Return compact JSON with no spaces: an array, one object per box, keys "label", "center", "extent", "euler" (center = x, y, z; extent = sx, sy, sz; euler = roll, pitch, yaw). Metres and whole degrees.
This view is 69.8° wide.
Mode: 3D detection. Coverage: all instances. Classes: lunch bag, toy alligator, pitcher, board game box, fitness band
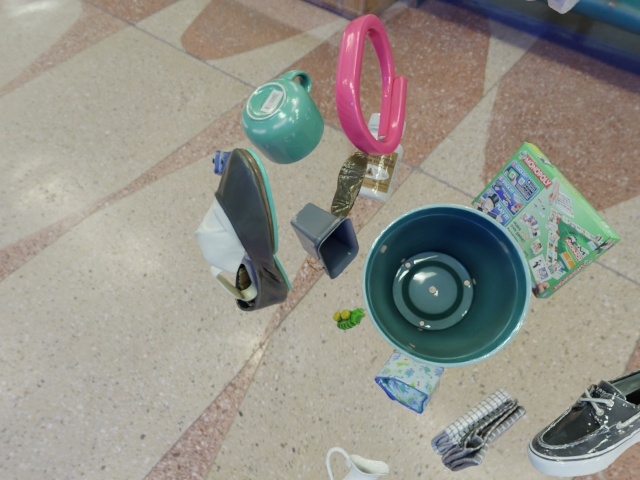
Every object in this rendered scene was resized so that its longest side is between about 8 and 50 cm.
[{"label":"lunch bag","center":[0.242,0.381,1.262],"extent":[0.151,0.096,0.129],"euler":[24,33,25]},{"label":"toy alligator","center":[0.093,0.222,1.300],"extent":[0.056,0.190,0.051],"euler":[15,65,-31]},{"label":"pitcher","center":[0.077,0.701,1.286],"extent":[0.178,0.125,0.206],"euler":[20,94,21]},{"label":"board game box","center":[0.512,-0.051,1.090],"extent":[0.046,0.213,0.317],"euler":[7,45,-30]},{"label":"lunch bag","center":[-0.255,-0.204,1.224],"extent":[0.065,0.098,0.067],"euler":[4,91,-5]},{"label":"fitness band","center":[0.106,-0.313,0.937],"extent":[0.054,0.209,0.290],"euler":[-5,70,36]}]

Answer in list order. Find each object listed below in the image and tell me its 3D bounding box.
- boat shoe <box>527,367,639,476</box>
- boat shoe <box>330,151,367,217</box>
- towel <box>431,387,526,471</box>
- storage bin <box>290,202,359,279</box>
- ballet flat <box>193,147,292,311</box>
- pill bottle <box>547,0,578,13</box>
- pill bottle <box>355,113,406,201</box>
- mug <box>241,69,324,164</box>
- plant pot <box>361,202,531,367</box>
[{"label":"boat shoe","center":[0.474,0.282,0.757],"extent":[0.302,0.102,0.108],"euler":[-20,12,-4]},{"label":"boat shoe","center":[0.060,-0.118,0.993],"extent":[0.056,0.049,0.152],"euler":[23,91,3]},{"label":"towel","center":[0.471,0.572,1.372],"extent":[0.235,0.283,0.121],"euler":[-29,62,-16]},{"label":"storage bin","center":[0.000,0.000,0.844],"extent":[0.091,0.135,0.098],"euler":[35,74,30]},{"label":"ballet flat","center":[-0.096,0.013,0.575],"extent":[0.096,0.280,0.095],"euler":[-27,54,-15]},{"label":"pill bottle","center":[0.404,-0.567,0.884],"extent":[0.153,0.153,0.265],"euler":[-39,74,-24]},{"label":"pill bottle","center":[0.162,-0.233,1.299],"extent":[0.131,0.131,0.229],"euler":[17,95,12]},{"label":"mug","center":[-0.073,-0.222,0.793],"extent":[0.130,0.097,0.157],"euler":[-21,61,16]},{"label":"plant pot","center":[0.226,0.090,0.878],"extent":[0.272,0.255,0.271],"euler":[-2,81,10]}]
